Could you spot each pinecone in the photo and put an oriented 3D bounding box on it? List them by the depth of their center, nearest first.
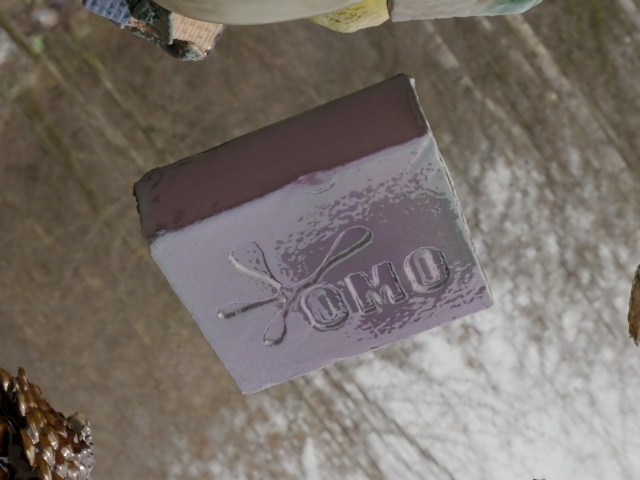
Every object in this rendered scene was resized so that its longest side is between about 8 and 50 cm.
[{"bbox_3d":[-0.243,0.170,0.985,0.173,0.174,0.173,-36,-172,6],"label":"pinecone"}]

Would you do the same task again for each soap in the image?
[{"bbox_3d":[0.000,0.000,1.387,0.296,0.285,0.107,-22,-133,7],"label":"soap"}]

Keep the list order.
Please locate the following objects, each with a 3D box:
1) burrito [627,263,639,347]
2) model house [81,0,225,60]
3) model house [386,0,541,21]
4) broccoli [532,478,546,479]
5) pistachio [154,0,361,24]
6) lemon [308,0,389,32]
[{"bbox_3d":[0.409,0.102,1.430,0.060,0.226,0.087,-77,-168,-54],"label":"burrito"},{"bbox_3d":[-0.241,-0.355,1.965,0.166,0.183,0.172,-58,156,16],"label":"model house"},{"bbox_3d":[0.152,-0.437,1.534,0.245,0.312,0.280,-2,160,-3],"label":"model house"},{"bbox_3d":[0.156,0.348,1.383,0.226,0.176,0.198,-2,-155,-15],"label":"broccoli"},{"bbox_3d":[-0.041,-0.177,0.741,0.184,0.124,0.124,14,-147,22],"label":"pistachio"},{"bbox_3d":[0.043,-0.447,2.144,0.245,0.245,0.320,-36,-164,8],"label":"lemon"}]
